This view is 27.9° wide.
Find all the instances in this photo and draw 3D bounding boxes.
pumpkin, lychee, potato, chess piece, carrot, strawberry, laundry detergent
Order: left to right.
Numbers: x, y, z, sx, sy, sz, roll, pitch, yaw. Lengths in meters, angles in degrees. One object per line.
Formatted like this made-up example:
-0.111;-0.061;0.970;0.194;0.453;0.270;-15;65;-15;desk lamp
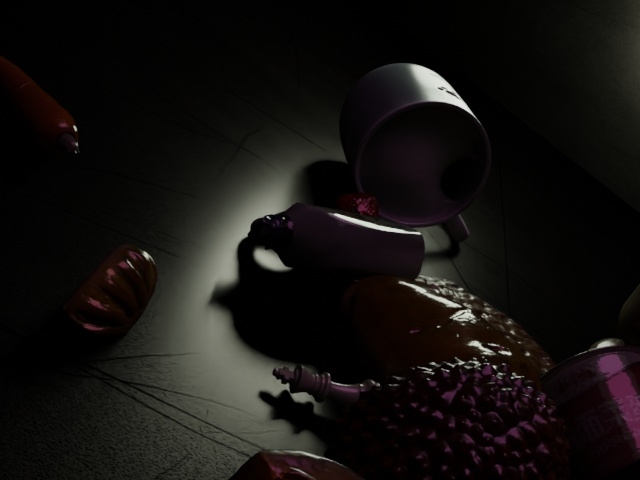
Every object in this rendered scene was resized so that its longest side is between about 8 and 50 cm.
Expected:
-0.437;-0.208;1.918;0.069;0.069;0.336;12;22;-44;carrot
0.000;0.000;1.986;0.280;0.105;0.215;9;3;-36;laundry detergent
0.006;0.190;1.668;0.149;0.059;0.059;22;23;-17;chess piece
0.012;0.315;1.287;0.126;0.131;0.248;9;33;-48;pumpkin
0.063;-0.042;2.236;0.083;0.083;0.096;30;25;-7;strawberry
0.160;0.163;1.828;0.369;0.195;0.176;43;-17;47;potato
0.150;0.249;1.463;0.267;0.267;0.267;29;21;-12;lychee

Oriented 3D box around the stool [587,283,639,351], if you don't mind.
0.594;0.178;2.257;0.179;0.264;0.179;29;21;-12;stool

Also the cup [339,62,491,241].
0.194;-0.161;2.518;0.357;0.259;0.274;58;7;-29;cup

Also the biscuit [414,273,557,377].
0.255;0.171;2.086;0.359;0.046;0.359;28;21;-12;biscuit

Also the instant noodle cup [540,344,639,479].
0.412;0.287;1.825;0.234;0.235;0.178;18;34;-35;instant noodle cup

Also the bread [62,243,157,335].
-0.243;0.051;1.563;0.083;0.094;0.157;29;12;1;bread
